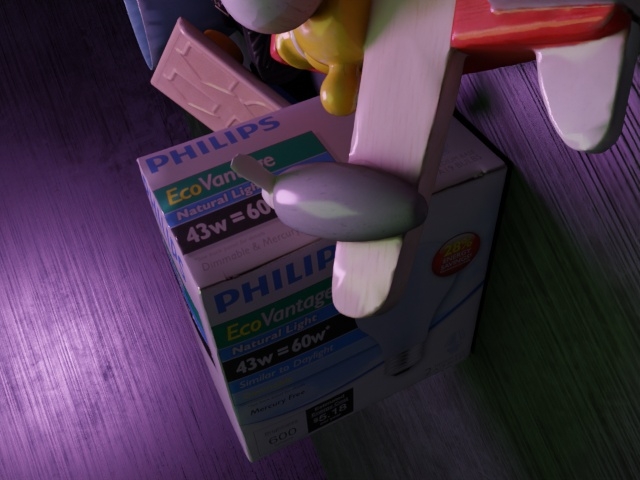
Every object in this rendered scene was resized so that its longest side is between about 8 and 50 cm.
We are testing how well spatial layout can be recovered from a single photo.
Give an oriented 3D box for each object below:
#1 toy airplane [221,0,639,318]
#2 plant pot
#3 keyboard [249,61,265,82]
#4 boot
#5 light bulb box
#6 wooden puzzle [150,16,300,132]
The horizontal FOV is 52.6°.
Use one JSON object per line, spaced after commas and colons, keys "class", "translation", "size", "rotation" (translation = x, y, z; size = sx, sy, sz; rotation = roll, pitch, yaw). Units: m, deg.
{"class": "toy airplane", "translation": [0.056, -0.184, 0.509], "size": [0.384, 0.272, 0.386], "rotation": [125, 142, -47]}
{"class": "plant pot", "translation": [-0.280, -0.526, 1.335], "size": [0.293, 0.235, 0.293], "rotation": [161, 90, -75]}
{"class": "keyboard", "translation": [-0.092, -0.300, 1.375], "size": [0.100, 0.038, 0.192], "rotation": [-3, 112, 61]}
{"class": "boot", "translation": [-0.122, -0.455, 1.072], "size": [0.348, 0.131, 0.260], "rotation": [97, 150, -60]}
{"class": "light bulb box", "translation": [0.006, 0.036, 0.819], "size": [0.225, 0.357, 0.361], "rotation": [55, 160, 39]}
{"class": "wooden puzzle", "translation": [-0.165, -0.283, 1.285], "size": [0.322, 0.081, 0.347], "rotation": [37, 164, -14]}
